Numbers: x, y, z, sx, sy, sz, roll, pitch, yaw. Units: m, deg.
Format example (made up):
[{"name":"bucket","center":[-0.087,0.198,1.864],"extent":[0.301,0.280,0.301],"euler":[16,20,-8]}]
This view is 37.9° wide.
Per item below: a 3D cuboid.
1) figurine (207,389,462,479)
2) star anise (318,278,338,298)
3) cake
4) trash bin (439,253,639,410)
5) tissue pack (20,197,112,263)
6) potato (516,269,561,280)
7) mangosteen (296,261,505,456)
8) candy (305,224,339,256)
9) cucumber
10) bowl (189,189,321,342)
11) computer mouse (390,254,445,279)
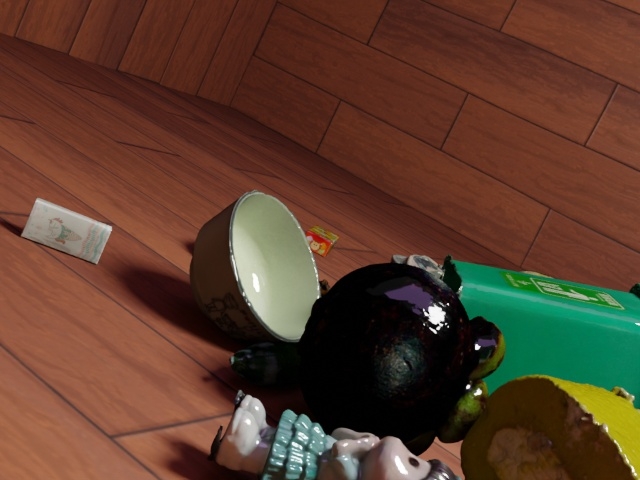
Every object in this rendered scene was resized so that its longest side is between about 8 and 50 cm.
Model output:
[{"name":"figurine","center":[0.020,0.222,0.844],"extent":[0.245,0.110,0.138],"euler":[22,12,3]},{"name":"star anise","center":[0.010,0.091,1.396],"extent":[0.212,0.157,0.054],"euler":[22,50,-31]},{"name":"cake","center":[0.263,0.251,0.941],"extent":[0.156,0.179,0.261],"euler":[21,31,-38]},{"name":"trash bin","center":[0.345,0.189,1.405],"extent":[0.381,0.295,0.259],"euler":[15,11,0]},{"name":"tissue pack","center":[-0.341,-0.012,1.253],"extent":[0.108,0.056,0.023],"euler":[21,9,-19]},{"name":"potato","center":[0.404,0.195,1.696],"extent":[0.116,0.239,0.299],"euler":[-24,44,-29]},{"name":"mangosteen","center":[0.088,0.141,1.081],"extent":[0.243,0.243,0.243],"euler":[25,10,-5]},{"name":"candy","center":[0.000,0.000,2.067],"extent":[0.062,0.038,0.122],"euler":[27,11,4]},{"name":"cucumber","center":[-0.047,0.153,1.159],"extent":[0.056,0.056,0.250],"euler":[31,11,26]},{"name":"bowl","center":[-0.100,0.049,1.260],"extent":[0.211,0.112,0.211],"euler":[41,39,-45]},{"name":"computer mouse","center":[0.250,0.173,1.635],"extent":[0.389,0.115,0.199],"euler":[47,23,20]}]
